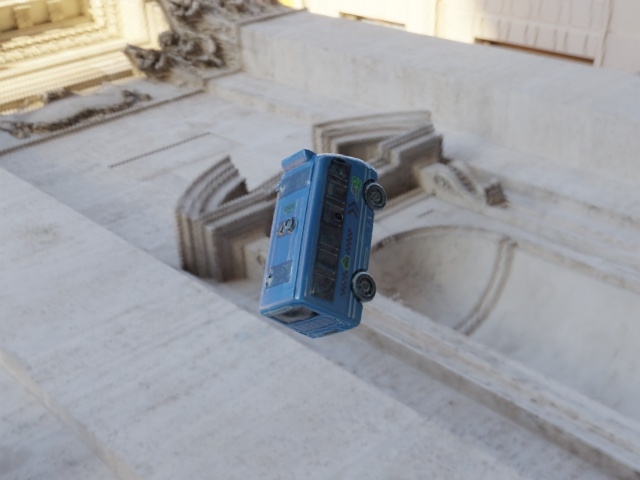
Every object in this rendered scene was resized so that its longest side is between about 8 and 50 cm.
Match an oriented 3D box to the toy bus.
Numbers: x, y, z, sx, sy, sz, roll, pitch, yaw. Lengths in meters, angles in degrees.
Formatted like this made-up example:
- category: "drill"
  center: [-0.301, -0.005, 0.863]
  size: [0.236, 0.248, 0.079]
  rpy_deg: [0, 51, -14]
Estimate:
- category: "toy bus"
  center: [0.000, 0.000, 1.186]
  size: [0.134, 0.114, 0.246]
  rpy_deg: [24, -118, -32]
